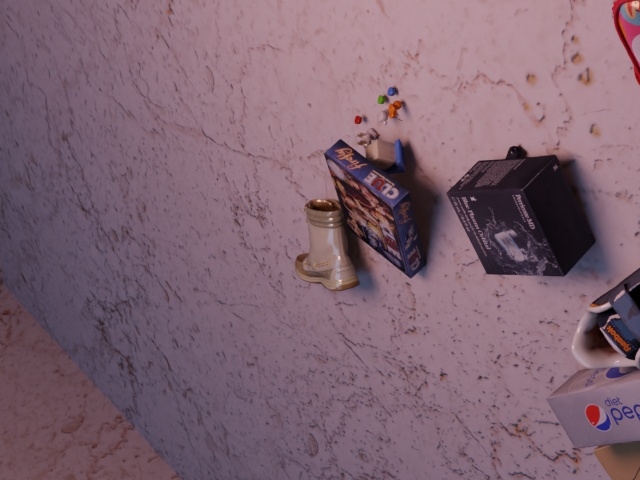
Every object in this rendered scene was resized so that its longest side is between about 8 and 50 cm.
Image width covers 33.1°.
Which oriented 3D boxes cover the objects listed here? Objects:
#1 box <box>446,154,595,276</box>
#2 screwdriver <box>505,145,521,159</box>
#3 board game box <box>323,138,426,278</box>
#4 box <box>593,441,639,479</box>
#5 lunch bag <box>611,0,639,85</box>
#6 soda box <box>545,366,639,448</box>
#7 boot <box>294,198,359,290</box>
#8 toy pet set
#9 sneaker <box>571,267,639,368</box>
[{"bbox_3d":[0.295,-0.035,1.594,0.158,0.093,0.156,-1,125,53],"label":"box"},{"bbox_3d":[0.286,-0.077,1.663,0.025,0.024,0.170,-110,17,-44],"label":"screwdriver"},{"bbox_3d":[0.096,-0.050,1.844,0.165,0.042,0.243,39,164,30],"label":"board game box"},{"bbox_3d":[0.537,0.372,1.674,0.164,0.021,0.201,57,147,5],"label":"box"},{"bbox_3d":[0.456,-0.190,1.193,0.258,0.120,0.293,13,145,53],"label":"lunch bag"},{"bbox_3d":[0.471,0.232,1.587,0.098,0.091,0.286,59,148,-1],"label":"soda box"},{"bbox_3d":[0.000,0.000,2.065,0.213,0.077,0.165,19,123,64],"label":"boot"},{"bbox_3d":[0.116,-0.176,1.805,0.122,0.065,0.114,-34,52,55],"label":"toy pet set"},{"bbox_3d":[0.461,0.090,1.461,0.126,0.127,0.321,52,145,15],"label":"sneaker"}]
